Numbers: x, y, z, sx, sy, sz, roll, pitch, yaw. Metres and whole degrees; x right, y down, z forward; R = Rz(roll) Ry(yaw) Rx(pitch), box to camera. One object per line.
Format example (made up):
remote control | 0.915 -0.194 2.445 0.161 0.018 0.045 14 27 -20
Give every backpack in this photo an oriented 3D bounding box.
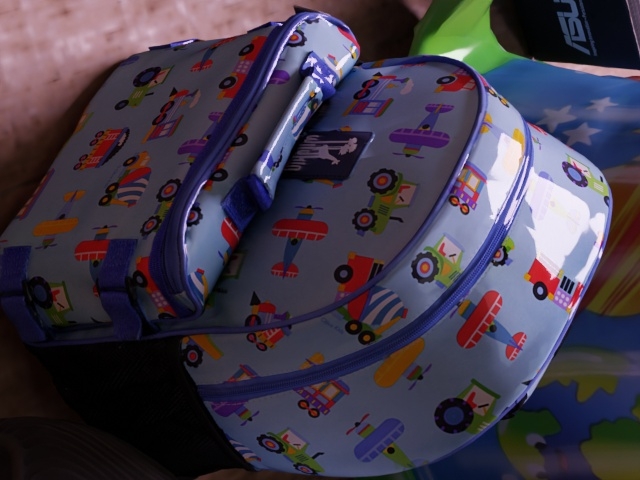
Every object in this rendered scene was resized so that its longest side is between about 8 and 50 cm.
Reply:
backpack | 0.000 0.000 0.607 0.117 0.173 0.158 54 52 -31

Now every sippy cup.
sippy cup | 0.156 0.031 0.741 0.305 0.224 0.240 43 56 -36

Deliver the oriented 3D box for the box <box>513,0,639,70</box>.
box | 0.124 -0.241 0.792 0.216 0.060 0.270 -64 148 -29

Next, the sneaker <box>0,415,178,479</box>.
sneaker | -0.081 0.294 0.539 0.169 0.257 0.447 -6 61 -12
